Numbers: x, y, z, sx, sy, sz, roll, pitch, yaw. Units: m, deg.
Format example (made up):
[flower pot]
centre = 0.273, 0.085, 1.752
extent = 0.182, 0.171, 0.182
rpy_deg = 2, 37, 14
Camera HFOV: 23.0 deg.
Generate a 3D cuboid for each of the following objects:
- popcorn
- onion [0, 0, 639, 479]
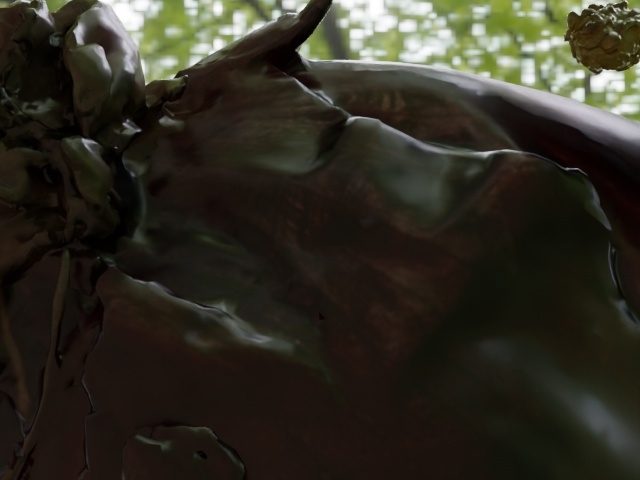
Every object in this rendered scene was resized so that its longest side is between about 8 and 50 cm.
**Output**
[popcorn]
centre = 0.274, -0.196, 1.505
extent = 0.083, 0.082, 0.057
rpy_deg = -124, -161, -49
[onion]
centre = 0.017, 0.065, 0.420
extent = 0.221, 0.280, 0.281
rpy_deg = -161, -111, -72
